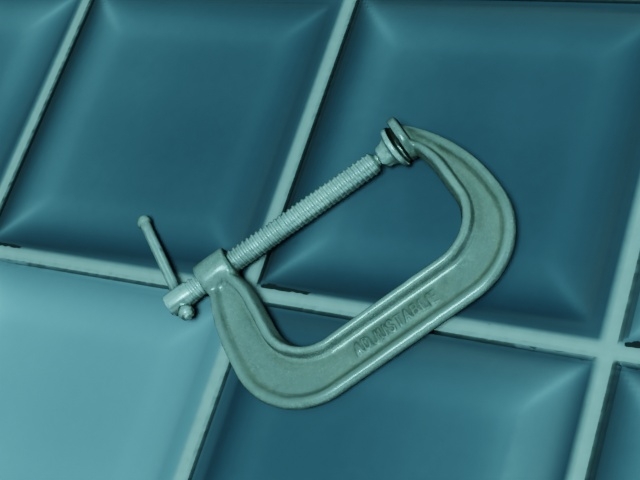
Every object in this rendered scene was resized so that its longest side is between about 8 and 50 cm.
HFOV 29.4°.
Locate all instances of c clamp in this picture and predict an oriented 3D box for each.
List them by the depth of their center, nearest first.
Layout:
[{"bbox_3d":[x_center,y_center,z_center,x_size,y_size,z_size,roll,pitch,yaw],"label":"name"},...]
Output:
[{"bbox_3d":[0.000,0.000,0.535,0.160,0.022,0.137,-30,55,9],"label":"c clamp"}]
